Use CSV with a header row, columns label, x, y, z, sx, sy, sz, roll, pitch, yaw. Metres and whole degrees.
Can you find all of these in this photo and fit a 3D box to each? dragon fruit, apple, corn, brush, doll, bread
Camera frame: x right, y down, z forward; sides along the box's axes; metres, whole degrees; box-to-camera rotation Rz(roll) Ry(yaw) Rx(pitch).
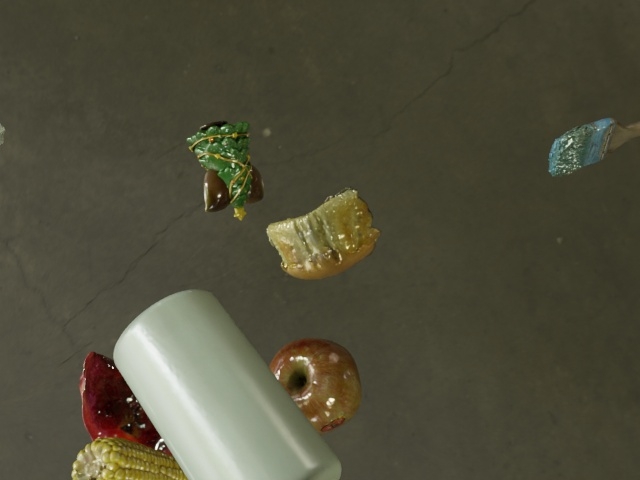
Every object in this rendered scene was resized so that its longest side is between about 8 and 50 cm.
label,x,y,z,sx,sy,sz,roll,pitch,yaw
dragon fruit,-0.344,0.330,1.399,0.262,0.134,0.211,32,66,-16
apple,-0.013,0.313,1.679,0.188,0.211,0.211,40,60,-53
corn,-0.239,0.338,1.086,0.244,0.093,0.093,43,60,-51
brush,0.360,-0.125,0.920,0.196,0.070,0.021,-17,51,-9
doll,-0.099,-0.085,0.878,0.078,0.076,0.113,-15,73,-35
bread,0.005,0.000,1.759,0.252,0.133,0.174,-21,100,11

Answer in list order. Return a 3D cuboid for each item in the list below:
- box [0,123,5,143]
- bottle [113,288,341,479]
label,x,y,z,sx,sy,sz,roll,pitch,yaw
box,-0.471,-0.166,0.827,0.245,0.035,0.139,47,53,5
bottle,-0.061,0.158,0.614,0.104,0.104,0.245,-29,64,-25
